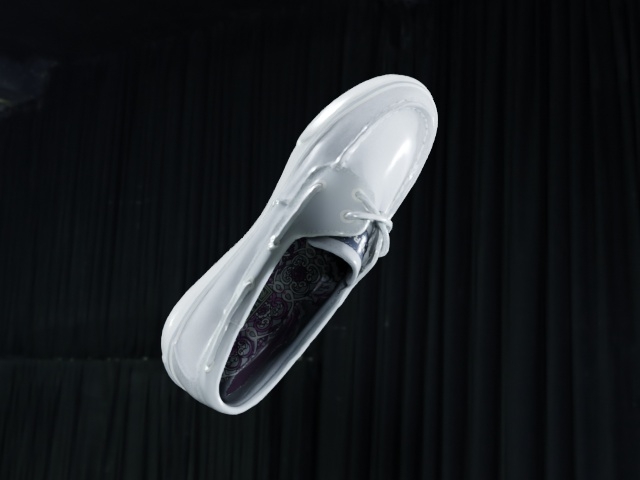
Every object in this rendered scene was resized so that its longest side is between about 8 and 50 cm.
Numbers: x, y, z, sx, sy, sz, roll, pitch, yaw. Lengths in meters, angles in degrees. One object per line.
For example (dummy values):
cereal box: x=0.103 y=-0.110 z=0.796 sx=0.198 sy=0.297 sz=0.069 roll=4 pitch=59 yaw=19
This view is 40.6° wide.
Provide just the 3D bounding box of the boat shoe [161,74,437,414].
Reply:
boat shoe: x=0.000 y=0.000 z=0.398 sx=0.066 sy=0.184 sz=0.063 roll=51 pitch=-13 yaw=-32
